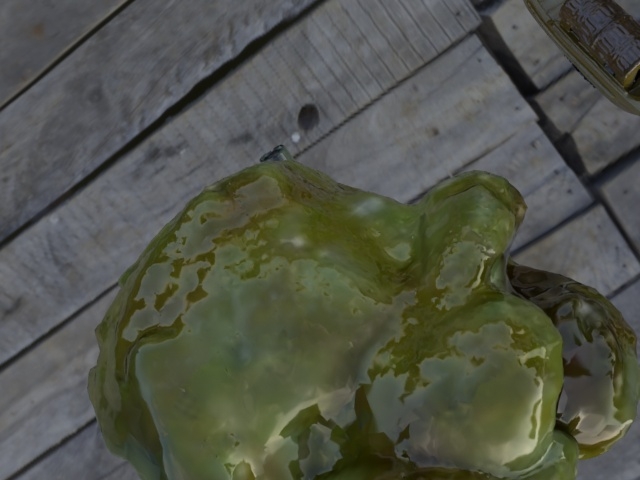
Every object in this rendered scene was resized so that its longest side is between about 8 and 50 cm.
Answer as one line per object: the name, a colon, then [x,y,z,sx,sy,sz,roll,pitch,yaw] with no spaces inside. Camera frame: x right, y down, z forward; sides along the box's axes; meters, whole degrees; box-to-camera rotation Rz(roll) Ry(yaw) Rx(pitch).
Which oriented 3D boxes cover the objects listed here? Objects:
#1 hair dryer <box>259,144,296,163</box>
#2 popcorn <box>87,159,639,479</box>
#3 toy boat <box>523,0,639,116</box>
hair dryer: [-0.016,-0.027,1.274,0.088,0.225,0.219,-32,91,6]
popcorn: [0.015,0.071,0.510,0.276,0.225,0.276,6,137,6]
toy boat: [0.288,-0.220,1.000,0.068,0.088,0.226,-33,68,-8]
